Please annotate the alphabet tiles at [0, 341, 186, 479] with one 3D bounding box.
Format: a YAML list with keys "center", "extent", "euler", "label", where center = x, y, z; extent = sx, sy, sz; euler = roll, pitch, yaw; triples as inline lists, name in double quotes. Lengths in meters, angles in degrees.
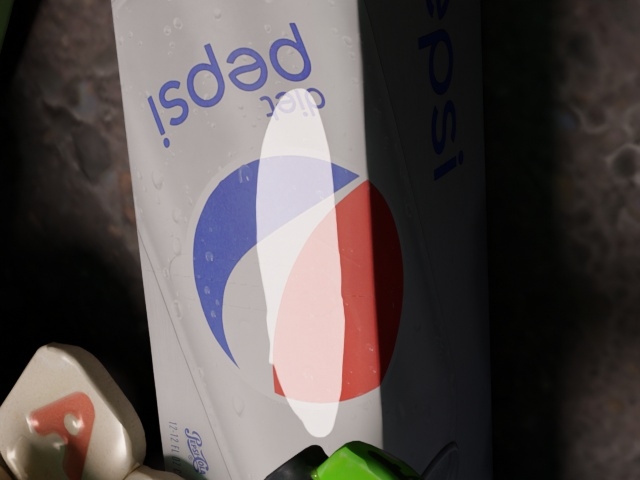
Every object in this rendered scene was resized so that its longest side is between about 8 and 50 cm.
- center: [-0.111, 0.181, 0.526]
  extent: [0.284, 0.021, 0.278]
  euler: [51, 128, 16]
  label: "alphabet tiles"

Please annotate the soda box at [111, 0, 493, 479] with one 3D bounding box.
- center: [0.000, 0.000, 0.461]
  extent: [0.091, 0.098, 0.286]
  euler: [6, 109, 28]
  label: "soda box"

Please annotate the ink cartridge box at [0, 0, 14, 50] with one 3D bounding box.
- center: [-0.181, -0.109, 0.527]
  extent: [0.109, 0.062, 0.209]
  euler: [40, 132, 13]
  label: "ink cartridge box"

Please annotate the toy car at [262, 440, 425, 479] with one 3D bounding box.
- center: [-0.028, 0.136, 0.407]
  extent: [0.239, 0.053, 0.225]
  euler: [51, 122, 14]
  label: "toy car"
